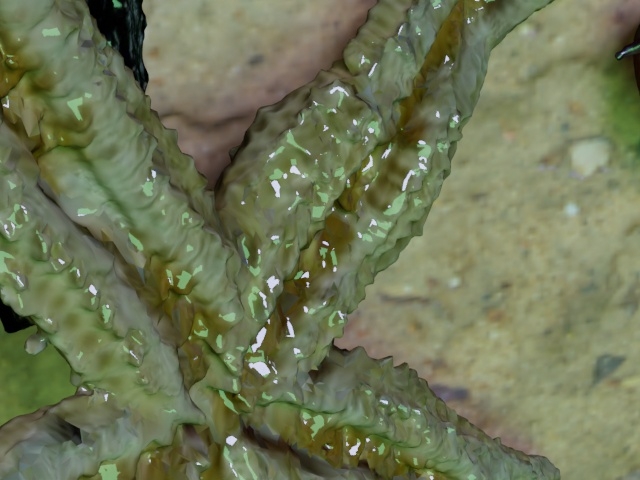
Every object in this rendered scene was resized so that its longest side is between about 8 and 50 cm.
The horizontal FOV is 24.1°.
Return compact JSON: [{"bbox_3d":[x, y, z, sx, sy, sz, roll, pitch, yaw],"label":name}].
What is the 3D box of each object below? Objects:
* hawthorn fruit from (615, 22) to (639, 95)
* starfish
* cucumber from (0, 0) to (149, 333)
[{"bbox_3d":[0.171,-0.075,0.634,0.093,0.081,0.081,17,109,-35],"label":"hawthorn fruit"},{"bbox_3d":[0.000,0.000,0.579,0.432,0.082,0.324,5,97,-47],"label":"starfish"},{"bbox_3d":[-0.096,-0.101,0.552,0.081,0.072,0.303,-1,115,-1],"label":"cucumber"}]
